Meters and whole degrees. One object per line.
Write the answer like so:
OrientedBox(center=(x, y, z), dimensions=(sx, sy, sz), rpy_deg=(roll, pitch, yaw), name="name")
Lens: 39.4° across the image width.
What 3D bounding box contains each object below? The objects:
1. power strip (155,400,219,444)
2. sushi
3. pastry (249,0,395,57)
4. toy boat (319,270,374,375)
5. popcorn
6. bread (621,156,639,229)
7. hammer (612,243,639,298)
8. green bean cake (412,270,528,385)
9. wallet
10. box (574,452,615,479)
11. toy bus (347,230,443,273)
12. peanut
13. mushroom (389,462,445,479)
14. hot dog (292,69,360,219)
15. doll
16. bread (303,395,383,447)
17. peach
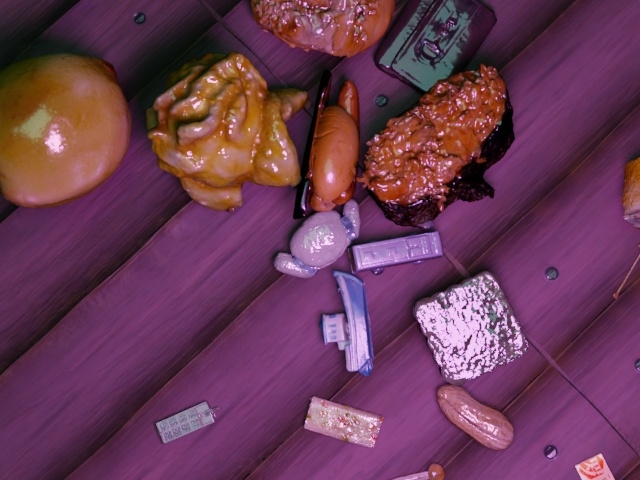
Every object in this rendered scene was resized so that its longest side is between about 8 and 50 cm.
OrientedBox(center=(-0.268, 0.367, 1.816), dimensions=(0.136, 0.019, 0.051), rpy_deg=(-23, 80, 1), name="power strip")
OrientedBox(center=(0.246, -0.171, 1.753), dimensions=(0.348, 0.207, 0.234), rpy_deg=(-44, 75, -4), name="sushi")
OrientedBox(center=(0.001, -0.513, 1.834), dimensions=(0.310, 0.162, 0.255), rpy_deg=(8, 82, 4), name="pastry")
OrientedBox(center=(0.046, 0.166, 1.783), dimensions=(0.102, 0.088, 0.215), rpy_deg=(-6, 84, 7), name="toy boat")
OrientedBox(center=(-0.173, -0.223, 1.754), dimensions=(0.321, 0.290, 0.325), rpy_deg=(-46, 63, 0), name="popcorn")
OrientedBox(center=(0.715, -0.085, 1.716), dimensions=(0.257, 0.186, 0.124), rpy_deg=(7, 80, -3), name="bread")
OrientedBox(center=(0.621, 0.063, 1.791), dimensions=(0.029, 0.014, 0.123), rpy_deg=(31, 89, 16), name="hammer")
OrientedBox(center=(0.293, 0.173, 1.760), dimensions=(0.183, 0.094, 0.185), rpy_deg=(-25, 82, 0), name="green bean cake")
OrientedBox(center=(0.237, -0.421, 1.861), dimensions=(0.182, 0.049, 0.229), rpy_deg=(33, 88, 4), name="wallet")
OrientedBox(center=(0.543, 0.470, 1.744), dimensions=(0.058, 0.015, 0.093), rpy_deg=(-26, 83, 3), name="box")
OrientedBox(center=(0.153, 0.021, 1.792), dimensions=(0.190, 0.075, 0.064), rpy_deg=(-10, 82, -5), name="toy bus")
OrientedBox(center=(0.301, 0.343, 1.750), dimensions=(0.174, 0.080, 0.080), rpy_deg=(36, 87, 12), name="peanut")
OrientedBox(center=(0.110, 0.527, 1.762), dimensions=(0.306, 0.043, 0.068), rpy_deg=(-34, 57, 1), name="mushroom")
OrientedBox(center=(0.031, -0.186, 1.781), dimensions=(0.107, 0.194, 0.326), rpy_deg=(13, 83, -7), name="hot dog")
OrientedBox(center=(0.000, 0.000, 1.814), dimensions=(0.214, 0.071, 0.103), rpy_deg=(-40, 82, -1), name="doll")
OrientedBox(center=(0.045, 0.364, 1.789), dimensions=(0.153, 0.028, 0.068), rpy_deg=(16, 86, 8), name="bread")
OrientedBox(center=(-0.536, -0.226, 1.780), dimensions=(0.315, 0.281, 0.314), rpy_deg=(-21, 76, -6), name="peach")
